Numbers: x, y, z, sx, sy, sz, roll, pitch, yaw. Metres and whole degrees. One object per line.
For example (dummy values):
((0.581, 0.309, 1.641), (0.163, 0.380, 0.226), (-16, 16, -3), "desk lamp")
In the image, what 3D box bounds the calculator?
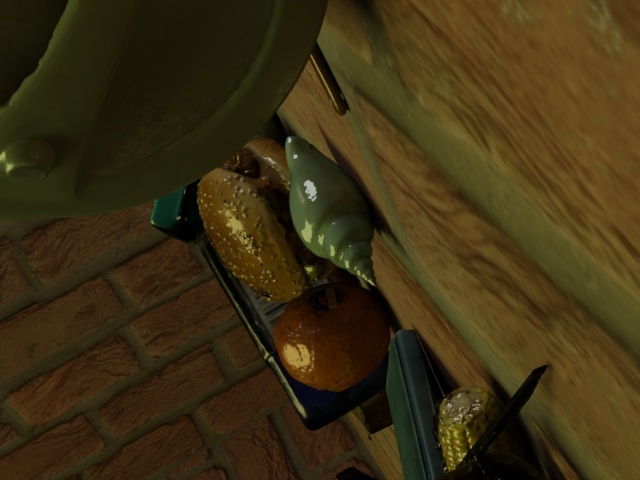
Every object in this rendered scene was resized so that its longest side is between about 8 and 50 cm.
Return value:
((-0.180, -0.123, 1.545), (0.274, 0.058, 0.248), (101, -177, -86), "calculator")

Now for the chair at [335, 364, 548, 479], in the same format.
((0.122, 0.211, 0.707), (0.159, 0.172, 0.247), (57, 167, 25), "chair")

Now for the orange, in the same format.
((0.015, 0.110, 1.234), (0.135, 0.135, 0.117), (-125, 20, -48), "orange")

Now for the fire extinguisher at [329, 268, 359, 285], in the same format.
((0.000, 0.000, 1.383), (0.049, 0.035, 0.173), (2, -131, -50), "fire extinguisher")

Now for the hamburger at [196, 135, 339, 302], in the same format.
((-0.063, -0.025, 1.207), (0.182, 0.118, 0.191), (2, 122, 61), "hamburger")

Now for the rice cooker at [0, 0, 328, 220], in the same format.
((-0.148, -0.177, 0.598), (0.277, 0.288, 0.288), (53, 170, 49), "rice cooker")

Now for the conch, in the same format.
((0.019, -0.026, 0.958), (0.065, 0.088, 0.180), (-54, 46, 35), "conch")

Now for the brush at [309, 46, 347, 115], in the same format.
((-0.022, -0.166, 0.797), (0.170, 0.014, 0.043), (62, 176, -14), "brush")

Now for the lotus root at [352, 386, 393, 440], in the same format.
((0.063, 0.243, 1.805), (0.260, 0.074, 0.170), (51, 170, 52), "lotus root")

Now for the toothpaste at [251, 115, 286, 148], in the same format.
((-0.041, -0.071, 1.293), (0.062, 0.039, 0.239), (1, 128, 38), "toothpaste")

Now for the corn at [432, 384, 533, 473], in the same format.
((0.141, 0.197, 0.872), (0.203, 0.072, 0.072), (65, 173, -33), "corn")

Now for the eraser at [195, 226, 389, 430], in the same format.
((-0.036, 0.087, 1.516), (0.332, 0.155, 0.101), (58, 176, 21), "eraser")

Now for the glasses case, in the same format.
((0.099, 0.208, 1.018), (0.266, 0.056, 0.105), (-99, -14, -55), "glasses case")
